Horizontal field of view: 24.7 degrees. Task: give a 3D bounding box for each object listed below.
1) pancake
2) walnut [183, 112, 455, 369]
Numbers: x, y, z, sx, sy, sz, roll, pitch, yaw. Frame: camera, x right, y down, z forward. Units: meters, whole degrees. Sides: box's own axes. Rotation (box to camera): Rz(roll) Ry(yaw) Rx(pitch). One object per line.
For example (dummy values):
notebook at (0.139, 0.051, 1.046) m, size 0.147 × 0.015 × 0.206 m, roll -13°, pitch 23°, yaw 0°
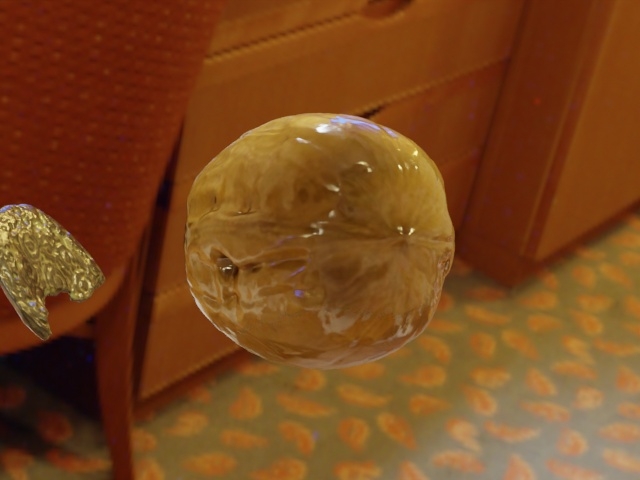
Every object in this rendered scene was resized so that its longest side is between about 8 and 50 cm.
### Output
pancake at (-0.285, 0.038, 1.550) m, size 0.190 × 0.020 × 0.184 m, roll 24°, pitch 34°, yaw -55°
walnut at (0.000, 0.000, 1.106) m, size 0.195 × 0.195 × 0.222 m, roll -8°, pitch 7°, yaw -34°
